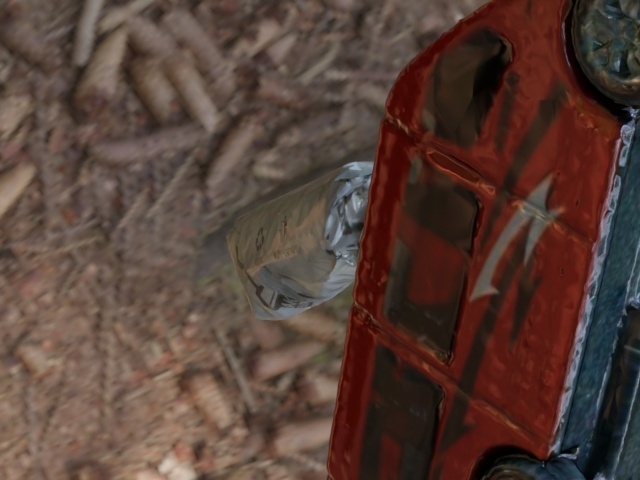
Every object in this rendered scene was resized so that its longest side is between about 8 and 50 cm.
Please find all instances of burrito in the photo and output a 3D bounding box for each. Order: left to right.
[{"bbox_3d":[0.000,0.001,0.991,0.064,0.203,0.064,5,76,-23],"label":"burrito"}]

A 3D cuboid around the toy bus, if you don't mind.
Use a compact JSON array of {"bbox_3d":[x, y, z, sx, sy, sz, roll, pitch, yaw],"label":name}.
[{"bbox_3d":[0.062,-0.004,0.460,0.081,0.089,0.195,-18,126,-42],"label":"toy bus"}]
